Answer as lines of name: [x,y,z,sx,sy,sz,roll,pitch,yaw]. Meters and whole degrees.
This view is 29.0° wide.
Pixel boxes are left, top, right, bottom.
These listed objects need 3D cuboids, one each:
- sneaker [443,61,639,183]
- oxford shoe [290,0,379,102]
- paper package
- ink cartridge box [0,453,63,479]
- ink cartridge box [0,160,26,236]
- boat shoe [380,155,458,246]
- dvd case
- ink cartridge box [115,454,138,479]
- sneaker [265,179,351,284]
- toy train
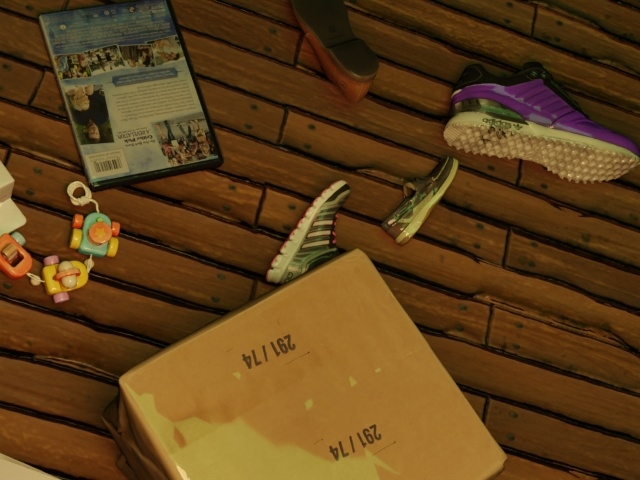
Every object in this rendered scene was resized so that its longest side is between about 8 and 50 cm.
sneaker: [0.322,-0.181,1.749,0.293,0.102,0.146,14,65,-13]
oxford shoe: [0.007,-0.276,1.704,0.076,0.076,0.212,-14,59,-21]
paper package: [-0.021,0.212,1.342,0.325,0.168,0.309,-29,79,-24]
ink cartridge box: [-0.319,0.437,1.170,0.166,0.285,0.395,13,60,26]
ink cartridge box: [-0.439,-0.079,1.476,0.104,0.060,0.180,-34,84,-27]
boat shoe: [0.134,-0.063,1.665,0.049,0.056,0.152,38,63,-7]
dvd case: [-0.246,-0.195,1.609,0.180,0.022,0.253,-13,74,-23]
ink cartridge box: [-0.087,0.252,1.450,0.235,0.088,0.193,-40,84,-28]
sneaker: [0.000,0.000,1.593,0.075,0.063,0.170,35,68,-3]
toy train: [-0.316,0.002,1.485,0.166,0.046,0.125,-43,96,-28]
